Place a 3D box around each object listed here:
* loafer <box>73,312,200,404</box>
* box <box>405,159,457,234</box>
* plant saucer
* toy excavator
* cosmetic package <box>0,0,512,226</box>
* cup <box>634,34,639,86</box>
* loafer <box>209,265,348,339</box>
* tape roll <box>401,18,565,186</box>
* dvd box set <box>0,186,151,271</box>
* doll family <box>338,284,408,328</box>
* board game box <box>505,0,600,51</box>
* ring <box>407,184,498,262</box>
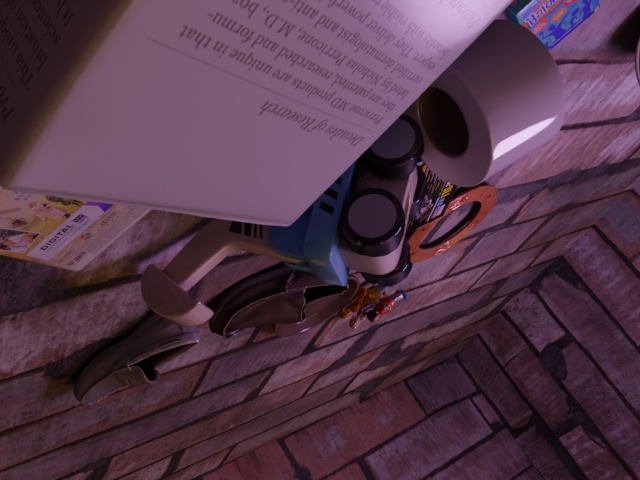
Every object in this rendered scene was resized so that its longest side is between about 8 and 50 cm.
[{"bbox_3d":[-0.399,0.266,1.379,0.319,0.111,0.112,-39,156,10],"label":"loafer"},{"bbox_3d":[0.206,-0.120,1.467,0.257,0.079,0.322,-27,155,-21],"label":"box"},{"bbox_3d":[-0.015,0.175,1.787,0.278,0.041,0.278,-28,156,-13],"label":"plant saucer"},{"bbox_3d":[-0.058,-0.024,1.162,0.222,0.445,0.433,60,43,-66],"label":"toy excavator"},{"bbox_3d":[-0.073,-0.267,0.517,0.394,0.329,0.327,-44,155,24],"label":"cosmetic package"},{"bbox_3d":[0.908,-0.448,1.513,0.331,0.331,0.237,-45,180,23],"label":"cup"},{"bbox_3d":[-0.088,0.137,1.508,0.366,0.130,0.134,-29,156,-11],"label":"loafer"},{"bbox_3d":[0.273,-0.237,1.109,0.169,0.246,0.246,-30,156,-18],"label":"tape roll"},{"bbox_3d":[-0.359,-0.103,0.795,0.307,0.062,0.420,-39,156,12],"label":"dvd box set"},{"bbox_3d":[0.137,0.189,1.954,0.163,0.118,0.263,-31,175,-22],"label":"doll family"},{"bbox_3d":[0.432,-0.439,1.184,0.160,0.047,0.210,-41,155,16],"label":"board game box"},{"bbox_3d":[0.373,-0.051,1.867,0.336,0.032,0.336,-27,155,-14],"label":"ring"}]
